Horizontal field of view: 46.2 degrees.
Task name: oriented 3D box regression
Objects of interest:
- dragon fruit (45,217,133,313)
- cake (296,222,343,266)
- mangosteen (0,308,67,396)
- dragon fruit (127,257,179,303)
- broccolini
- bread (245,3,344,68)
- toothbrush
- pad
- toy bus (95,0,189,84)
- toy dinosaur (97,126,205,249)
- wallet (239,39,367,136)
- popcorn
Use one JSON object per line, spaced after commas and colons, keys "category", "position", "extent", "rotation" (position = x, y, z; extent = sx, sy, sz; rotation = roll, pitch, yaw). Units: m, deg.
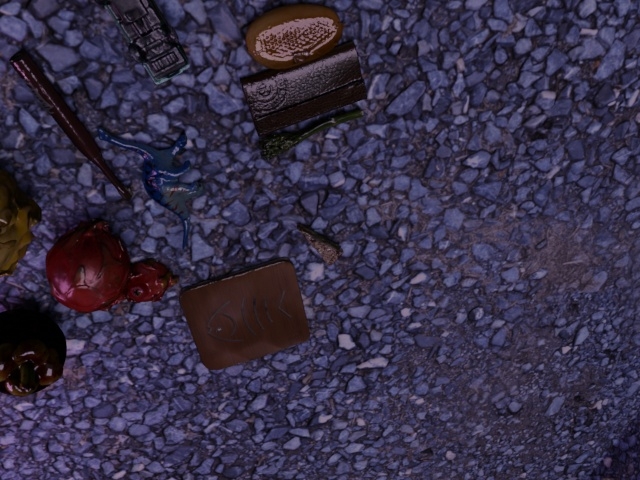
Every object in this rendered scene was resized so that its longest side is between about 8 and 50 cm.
{"category": "dragon fruit", "position": [-0.480, 0.059, 1.553], "extent": [0.172, 0.172, 0.209], "rotation": [-10, 117, -12]}
{"category": "cake", "position": [0.000, 0.000, 1.739], "extent": [0.055, 0.051, 0.140], "rotation": [-35, 129, 8]}
{"category": "mangosteen", "position": [-0.635, 0.246, 1.590], "extent": [0.194, 0.230, 0.194], "rotation": [-6, 105, -24]}
{"category": "dragon fruit", "position": [-0.389, 0.101, 1.672], "extent": [0.112, 0.068, 0.126], "rotation": [-45, 124, 15]}
{"category": "broccolini", "position": [-0.020, -0.231, 1.579], "extent": [0.239, 0.051, 0.054], "rotation": [-24, 172, -8]}
{"category": "bread", "position": [-0.051, -0.391, 1.429], "extent": [0.189, 0.077, 0.114], "rotation": [-16, 108, -6]}
{"category": "toothbrush", "position": [-0.468, -0.208, 1.441], "extent": [0.041, 0.041, 0.364], "rotation": [-29, 128, 3]}
{"category": "pad", "position": [-0.179, 0.188, 1.834], "extent": [0.284, 0.018, 0.286], "rotation": [-17, 127, -7]}
{"category": "toy bus", "position": [-0.325, -0.405, 1.305], "extent": [0.091, 0.109, 0.261], "rotation": [-26, 126, 3]}
{"category": "toy dinosaur", "position": [-0.306, -0.125, 1.535], "extent": [0.144, 0.076, 0.329], "rotation": [-25, 126, 8]}
{"category": "wallet", "position": [-0.030, -0.305, 1.520], "extent": [0.243, 0.039, 0.132], "rotation": [-19, 127, -4]}
{"category": "popcorn", "position": [-0.636, -0.028, 1.406], "extent": [0.190, 0.250, 0.250], "rotation": [21, 116, -11]}
